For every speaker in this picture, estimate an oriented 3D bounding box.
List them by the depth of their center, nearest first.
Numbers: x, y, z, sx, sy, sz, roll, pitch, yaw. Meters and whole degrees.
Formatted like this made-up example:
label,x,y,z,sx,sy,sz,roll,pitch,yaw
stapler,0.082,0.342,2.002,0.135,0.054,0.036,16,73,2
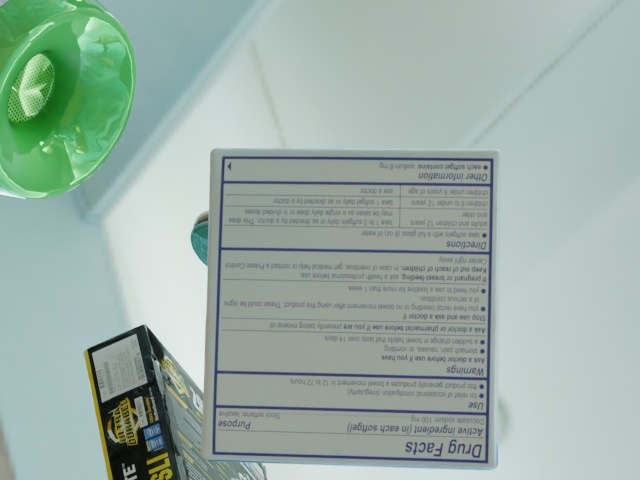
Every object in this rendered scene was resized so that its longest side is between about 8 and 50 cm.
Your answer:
label,x,y,z,sx,sy,sz,roll,pitch,yaw
speaker,-0.249,-0.128,0.798,0.296,0.131,0.131,26,-69,29

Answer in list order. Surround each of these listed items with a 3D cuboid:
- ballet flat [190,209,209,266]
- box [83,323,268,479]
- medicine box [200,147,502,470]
label,x,y,z,sx,sy,sz,roll,pitch,yaw
ballet flat,0.000,0.000,1.828,0.400,0.139,0.139,4,-87,44
box,-0.116,0.275,1.407,0.079,0.322,0.257,-27,-132,4
medicine box,0.034,0.063,1.289,0.264,0.149,0.289,1,-94,6
